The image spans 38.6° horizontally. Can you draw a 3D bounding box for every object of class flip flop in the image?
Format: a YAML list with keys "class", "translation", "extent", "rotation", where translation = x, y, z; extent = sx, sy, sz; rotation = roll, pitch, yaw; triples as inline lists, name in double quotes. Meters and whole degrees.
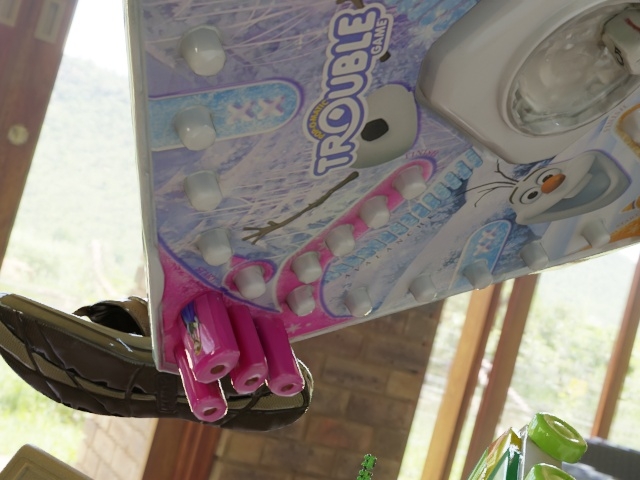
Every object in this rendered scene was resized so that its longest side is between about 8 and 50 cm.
- class: "flip flop"
  translation: [-0.141, 0.092, 0.771]
  extent: [0.277, 0.080, 0.112]
  rotation: [10, -44, -4]

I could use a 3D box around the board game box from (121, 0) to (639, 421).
- class: "board game box"
  translation: [0.116, -0.075, 0.398]
  extent: [0.390, 0.050, 0.390]
  rotation: [-14, -34, -18]

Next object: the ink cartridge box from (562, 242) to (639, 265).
- class: "ink cartridge box"
  translation: [0.271, -0.025, 1.158]
  extent: [0.198, 0.115, 0.273]
  rotation: [-7, -9, -11]

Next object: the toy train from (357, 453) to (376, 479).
- class: "toy train"
  translation: [0.082, 0.434, 1.681]
  extent: [0.023, 0.083, 0.017]
  rotation: [12, -23, 23]

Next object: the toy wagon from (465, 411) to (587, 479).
- class: "toy wagon"
  translation: [0.153, 0.285, 0.864]
  extent: [0.068, 0.267, 0.344]
  rotation: [31, 17, 6]

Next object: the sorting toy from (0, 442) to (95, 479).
- class: "sorting toy"
  translation: [-0.282, 0.397, 1.078]
  extent: [0.307, 0.041, 0.229]
  rotation: [30, 41, 3]
